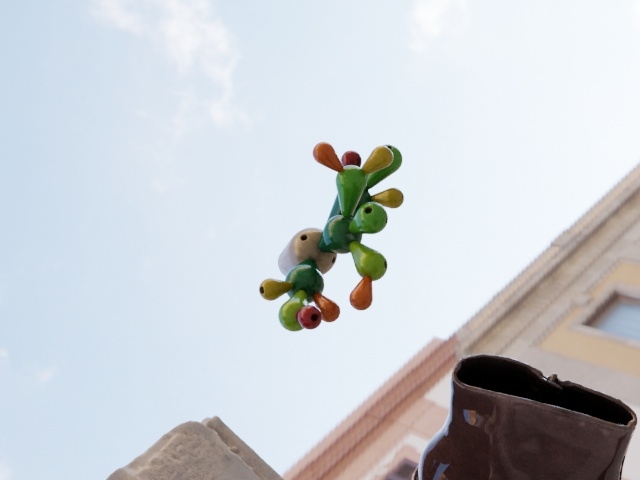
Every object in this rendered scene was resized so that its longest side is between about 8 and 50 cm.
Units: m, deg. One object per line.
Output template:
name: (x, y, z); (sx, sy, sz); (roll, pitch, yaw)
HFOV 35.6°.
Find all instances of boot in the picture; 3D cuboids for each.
boot: (0.185, 0.192, 0.684); (0.090, 0.249, 0.206); (-59, -17, -44)

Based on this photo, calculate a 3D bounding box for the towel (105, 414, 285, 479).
towel: (-0.127, 0.278, 0.767); (0.282, 0.187, 0.049); (-43, -21, -26)

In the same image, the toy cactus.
toy cactus: (0.000, 0.000, 0.946); (0.112, 0.180, 0.219); (27, -115, -17)
